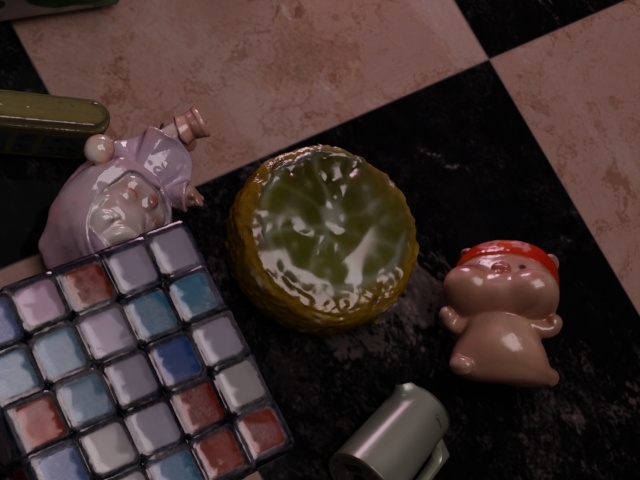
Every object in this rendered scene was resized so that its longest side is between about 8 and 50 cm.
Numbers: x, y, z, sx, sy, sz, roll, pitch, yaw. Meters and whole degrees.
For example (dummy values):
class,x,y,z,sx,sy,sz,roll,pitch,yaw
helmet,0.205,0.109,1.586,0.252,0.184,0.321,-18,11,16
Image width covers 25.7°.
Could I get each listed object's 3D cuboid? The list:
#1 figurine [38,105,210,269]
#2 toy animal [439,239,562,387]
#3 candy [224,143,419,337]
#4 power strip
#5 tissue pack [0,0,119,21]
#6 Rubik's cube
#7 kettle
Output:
class,x,y,z,sx,sy,sz,roll,pitch,yaw
figurine,-0.236,-0.059,1.740,0.276,0.133,0.200,-53,127,-34
toy animal,0.249,0.097,1.897,0.171,0.171,0.197,10,73,-22
candy,0.000,0.000,1.843,0.260,0.118,0.259,7,67,-17
power strip,-0.451,-0.147,1.692,0.388,0.092,0.066,4,66,-24
tissue pack,-0.421,-0.421,1.754,0.357,0.194,0.266,-16,77,-31
Rubik's cube,-0.250,0.186,1.544,0.287,0.293,0.291,-23,80,-31
kettle,0.101,0.271,1.793,0.127,0.098,0.148,44,55,2
